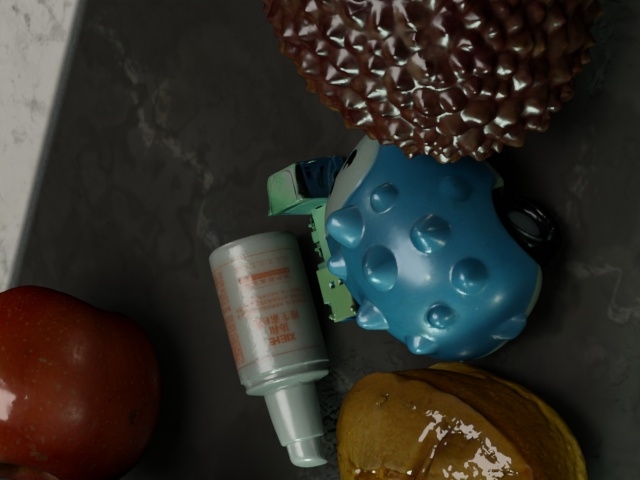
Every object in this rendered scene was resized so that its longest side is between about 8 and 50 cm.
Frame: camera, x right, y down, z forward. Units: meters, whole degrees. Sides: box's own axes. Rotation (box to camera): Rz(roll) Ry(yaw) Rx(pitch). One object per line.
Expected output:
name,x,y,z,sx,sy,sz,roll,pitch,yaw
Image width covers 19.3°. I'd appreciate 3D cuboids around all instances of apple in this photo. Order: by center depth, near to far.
apple,-0.312,0.173,2.178,0.260,0.260,0.216,-1,69,44

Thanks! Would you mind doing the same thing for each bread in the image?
bread,0.130,0.222,1.819,0.270,0.143,0.195,27,122,45

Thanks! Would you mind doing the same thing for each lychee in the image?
lychee,0.096,-0.230,1.725,0.306,0.306,0.330,-27,81,42

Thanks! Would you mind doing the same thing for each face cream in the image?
face cream,-0.043,0.121,2.019,0.101,0.101,0.251,-25,76,42

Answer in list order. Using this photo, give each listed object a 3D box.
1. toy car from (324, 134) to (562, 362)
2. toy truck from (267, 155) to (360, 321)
toy car,0.094,0.001,1.819,0.255,0.190,0.188,55,128,27
toy truck,0.000,0.000,1.982,0.067,0.081,0.175,-24,76,44
